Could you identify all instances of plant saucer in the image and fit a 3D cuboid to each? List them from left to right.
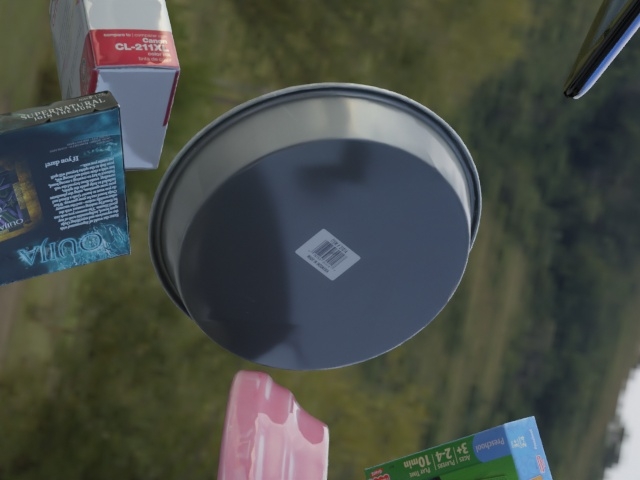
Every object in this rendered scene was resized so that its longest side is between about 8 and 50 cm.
[{"bbox_3d":[-0.041,0.272,1.530,0.332,0.084,0.332,4,90,-88],"label":"plant saucer"}]

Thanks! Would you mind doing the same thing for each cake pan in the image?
[{"bbox_3d":[0.000,0.000,1.632,0.054,0.293,0.293,-105,-155,-51],"label":"cake pan"}]

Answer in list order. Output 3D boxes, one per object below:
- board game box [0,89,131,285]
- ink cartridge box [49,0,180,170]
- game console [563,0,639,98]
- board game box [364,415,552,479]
[{"bbox_3d":[-0.223,-0.024,1.290,0.026,0.186,0.126,-126,-151,-48],"label":"board game box"},{"bbox_3d":[-0.172,-0.163,1.565,0.127,0.072,0.175,109,-26,-50],"label":"ink cartridge box"},{"bbox_3d":[0.177,-0.267,1.002,0.250,0.173,0.293,56,-35,16],"label":"game console"},{"bbox_3d":[0.123,0.252,1.411,0.160,0.039,0.211,-26,-102,46],"label":"board game box"}]
